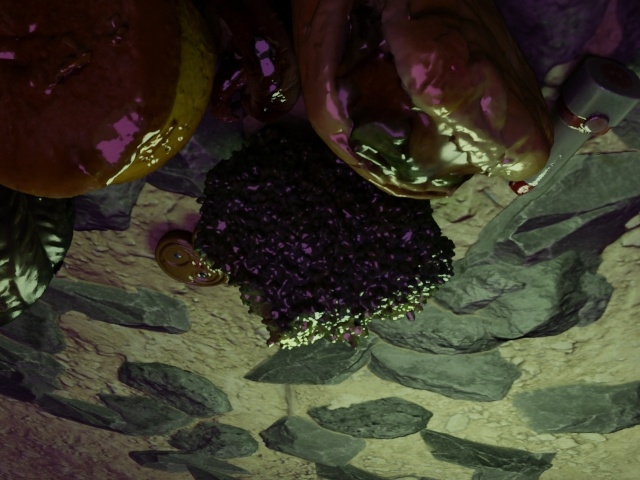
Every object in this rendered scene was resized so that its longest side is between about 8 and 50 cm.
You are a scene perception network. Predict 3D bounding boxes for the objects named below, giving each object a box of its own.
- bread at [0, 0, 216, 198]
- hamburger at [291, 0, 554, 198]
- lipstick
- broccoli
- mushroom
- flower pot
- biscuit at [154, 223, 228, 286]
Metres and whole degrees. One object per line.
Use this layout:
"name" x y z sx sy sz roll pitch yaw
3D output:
"bread" -0.218 -0.161 0.521 0.268 0.268 0.146 -5 178 17
"hamburger" 0.078 -0.140 0.525 0.162 0.209 0.330 -22 129 31
"lipstick" 0.257 -0.104 0.647 0.063 0.057 0.186 13 143 -10
"broccoli" -0.008 0.002 0.701 0.288 0.235 0.260 48 136 11
"mushroom" -0.068 -0.174 0.587 0.080 0.135 0.170 -19 162 -26
"flower pot" -0.457 -0.049 0.651 0.267 0.266 0.267 -4 156 16
"biscuit" -0.174 0.023 0.903 0.175 0.026 0.124 -23 131 33
